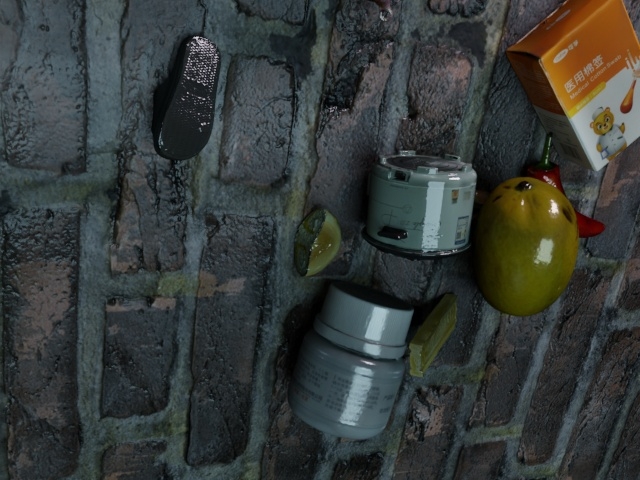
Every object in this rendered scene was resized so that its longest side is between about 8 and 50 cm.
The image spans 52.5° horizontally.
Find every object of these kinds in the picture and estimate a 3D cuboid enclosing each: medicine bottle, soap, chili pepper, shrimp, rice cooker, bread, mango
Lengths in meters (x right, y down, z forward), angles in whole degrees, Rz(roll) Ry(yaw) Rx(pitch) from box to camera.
[{"bbox_3d":[0.074,0.268,1.487,0.245,0.245,0.307,15,97,-25],"label":"medicine bottle"},{"bbox_3d":[0.278,0.225,1.577,0.252,0.037,0.092,-40,134,-51],"label":"soap"},{"bbox_3d":[0.596,-0.102,1.619,0.137,0.092,0.368,-52,127,-9],"label":"chili pepper"},{"bbox_3d":[0.377,-0.079,1.565,0.180,0.041,0.099,2,114,-22],"label":"shrimp"},{"bbox_3d":[0.212,-0.066,1.401,0.280,0.241,0.227,-25,123,-54],"label":"rice cooker"},{"bbox_3d":[0.000,0.000,1.438,0.094,0.083,0.157,-3,115,-22],"label":"bread"},{"bbox_3d":[0.452,0.040,1.472,0.220,0.302,0.445,-1,151,10],"label":"mango"}]

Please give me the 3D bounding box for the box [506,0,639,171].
[{"bbox_3d":[0.601,-0.360,1.467,0.225,0.143,0.341,-40,120,0],"label":"box"}]

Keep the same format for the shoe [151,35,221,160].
[{"bbox_3d":[-0.262,-0.267,1.236,0.108,0.093,0.241,18,84,-42],"label":"shoe"}]

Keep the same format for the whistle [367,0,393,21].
[{"bbox_3d":[0.100,-0.586,1.205,0.142,0.134,0.346,-3,109,21],"label":"whistle"}]
